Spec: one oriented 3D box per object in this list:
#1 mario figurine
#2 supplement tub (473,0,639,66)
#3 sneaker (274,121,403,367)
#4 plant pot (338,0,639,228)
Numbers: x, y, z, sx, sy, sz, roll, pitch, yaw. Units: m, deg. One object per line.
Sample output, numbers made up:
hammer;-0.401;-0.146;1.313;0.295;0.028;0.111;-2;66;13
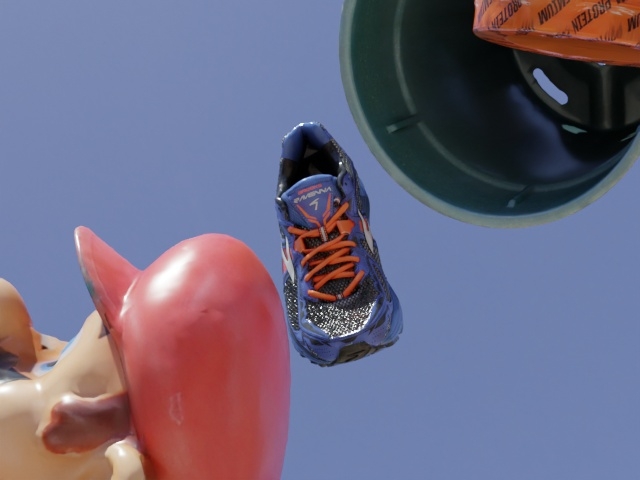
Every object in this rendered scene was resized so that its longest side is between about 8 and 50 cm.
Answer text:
mario figurine;-0.154;0.099;0.466;0.320;0.198;0.170;-39;-57;-7
supplement tub;0.215;-0.301;0.898;0.207;0.207;0.338;6;-85;-30
sneaker;0.000;0.000;0.895;0.083;0.221;0.087;-19;-49;3
plant pot;0.248;-0.212;1.350;0.334;0.341;0.341;-22;-34;-56
